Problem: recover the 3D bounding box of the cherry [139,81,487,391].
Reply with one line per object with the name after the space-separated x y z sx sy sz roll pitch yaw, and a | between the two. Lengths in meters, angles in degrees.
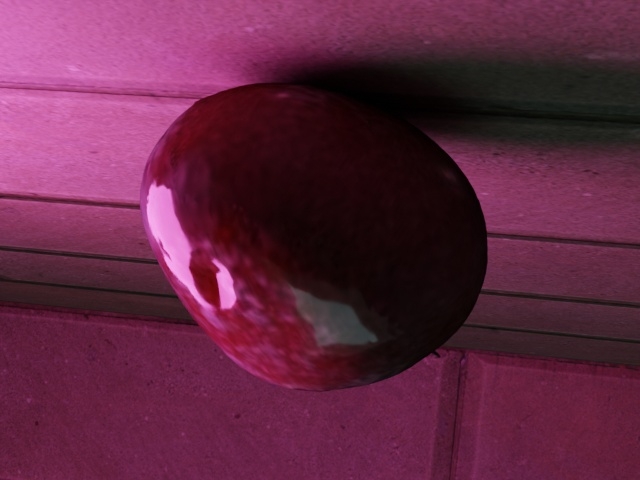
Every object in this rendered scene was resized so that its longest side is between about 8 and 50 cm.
0.000 0.000 0.849 0.236 0.212 0.285 -25 127 36 | cherry
